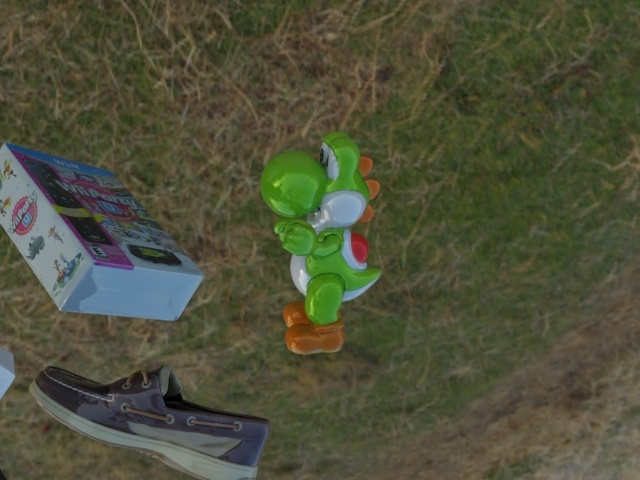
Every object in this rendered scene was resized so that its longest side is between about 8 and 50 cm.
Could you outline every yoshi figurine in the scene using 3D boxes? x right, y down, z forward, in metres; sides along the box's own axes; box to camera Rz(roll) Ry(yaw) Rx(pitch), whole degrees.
[{"bbox_3d":[-0.028,-0.004,1.513,0.203,0.203,0.362,-18,120,-51],"label":"yoshi figurine"}]

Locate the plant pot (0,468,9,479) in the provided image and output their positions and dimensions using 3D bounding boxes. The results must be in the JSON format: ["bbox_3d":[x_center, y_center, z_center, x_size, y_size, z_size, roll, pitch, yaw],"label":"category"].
[{"bbox_3d":[-0.299,0.279,0.692,0.167,0.188,0.187,-24,117,-28],"label":"plant pot"}]

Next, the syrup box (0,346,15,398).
[{"bbox_3d":[-0.486,0.228,1.125,0.096,0.093,0.237,36,87,-23],"label":"syrup box"}]

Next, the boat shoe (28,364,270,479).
[{"bbox_3d":[-0.233,0.230,1.266,0.342,0.123,0.123,21,179,8],"label":"boat shoe"}]

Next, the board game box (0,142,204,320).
[{"bbox_3d":[-0.356,-0.011,1.400,0.224,0.303,0.097,14,114,-53],"label":"board game box"}]
